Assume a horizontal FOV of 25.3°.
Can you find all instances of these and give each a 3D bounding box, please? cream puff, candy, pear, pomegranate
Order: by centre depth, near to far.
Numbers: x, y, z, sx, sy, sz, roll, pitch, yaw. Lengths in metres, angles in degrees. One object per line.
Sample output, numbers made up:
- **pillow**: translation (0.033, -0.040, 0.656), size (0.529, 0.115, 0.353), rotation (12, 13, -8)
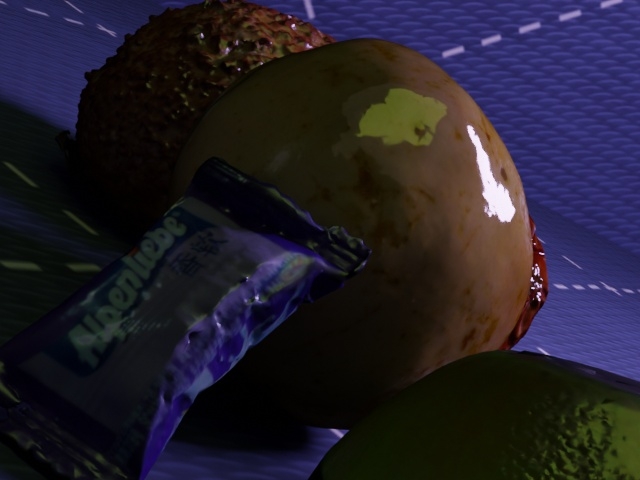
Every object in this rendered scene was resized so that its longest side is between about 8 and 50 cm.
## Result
- **candy**: translation (-0.102, 0.053, 0.964), size (0.145, 0.275, 0.070), rotation (34, -30, 20)
- **pear**: translation (0.193, 0.179, 1.003), size (0.398, 0.165, 0.399), rotation (19, 3, -1)
- **pomegranate**: translation (0.000, 0.000, 1.193), size (0.342, 0.342, 0.342), rotation (29, 14, -8)
- **cream puff**: translation (-0.083, -0.128, 1.470), size (0.350, 0.229, 0.350), rotation (15, 22, -6)

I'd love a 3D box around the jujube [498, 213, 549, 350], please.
- **jujube**: translation (0.138, 0.033, 1.525), size (0.213, 0.213, 0.232), rotation (36, 8, 23)
